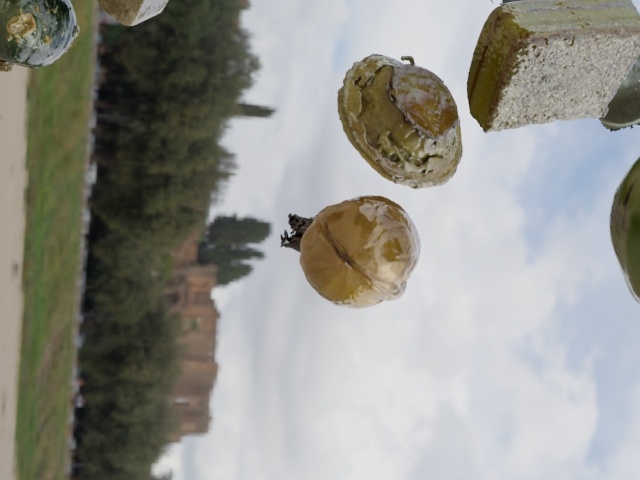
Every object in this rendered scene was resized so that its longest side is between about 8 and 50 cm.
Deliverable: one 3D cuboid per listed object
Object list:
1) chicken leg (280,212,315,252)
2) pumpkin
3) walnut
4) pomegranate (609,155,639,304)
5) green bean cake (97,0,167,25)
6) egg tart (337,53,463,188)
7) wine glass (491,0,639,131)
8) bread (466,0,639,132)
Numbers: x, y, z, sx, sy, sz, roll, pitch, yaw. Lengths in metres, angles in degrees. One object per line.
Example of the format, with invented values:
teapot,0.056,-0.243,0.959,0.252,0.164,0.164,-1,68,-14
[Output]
chicken leg,0.000,0.000,2.065,0.234,0.105,0.063,21,-43,50
pumpkin,-0.456,-0.323,1.609,0.190,0.190,0.146,178,-100,-76
walnut,0.057,0.015,1.467,0.206,0.159,0.159,-1,96,-76
pomegranate,0.482,-0.044,1.301,0.260,0.260,0.341,-175,-74,-76
green bean cake,-0.251,-0.410,1.602,0.179,0.085,0.109,-52,179,38
egg tart,0.134,-0.192,1.664,0.106,0.241,0.241,-41,-135,48
wine glass,0.451,-0.333,1.840,0.190,0.357,0.190,-20,-124,32
bread,0.341,-0.266,1.613,0.184,0.234,0.110,105,-33,-44
